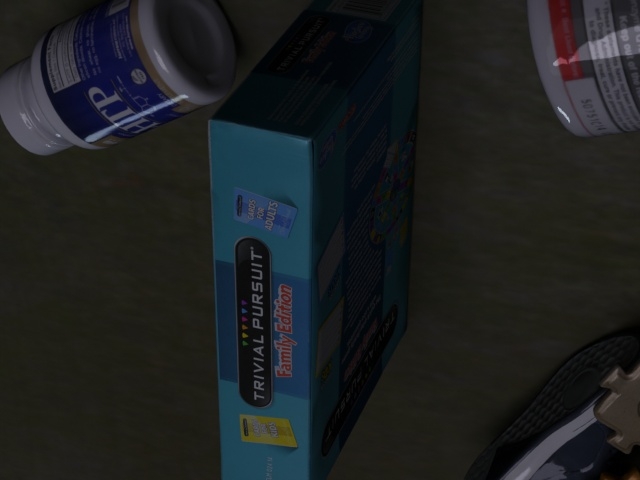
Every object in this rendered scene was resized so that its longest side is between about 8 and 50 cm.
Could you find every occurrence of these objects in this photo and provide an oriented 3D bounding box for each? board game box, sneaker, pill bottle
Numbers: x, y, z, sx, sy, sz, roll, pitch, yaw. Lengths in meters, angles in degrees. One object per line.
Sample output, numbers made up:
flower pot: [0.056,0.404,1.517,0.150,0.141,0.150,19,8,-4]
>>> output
board game box: [0.000,0.000,1.188,0.079,0.254,0.336,12,125,16]
sneaker: [0.253,0.190,1.320,0.163,0.086,0.226,33,121,-12]
pill bottle: [-0.172,-0.138,1.260,0.186,0.112,0.112,-19,112,32]
pill bottle: [0.294,-0.164,1.013,0.283,0.161,0.161,-6,119,26]

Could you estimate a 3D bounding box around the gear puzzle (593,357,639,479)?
gear puzzle: [0.318,0.135,1.212,0.175,0.044,0.339,32,116,-15]
